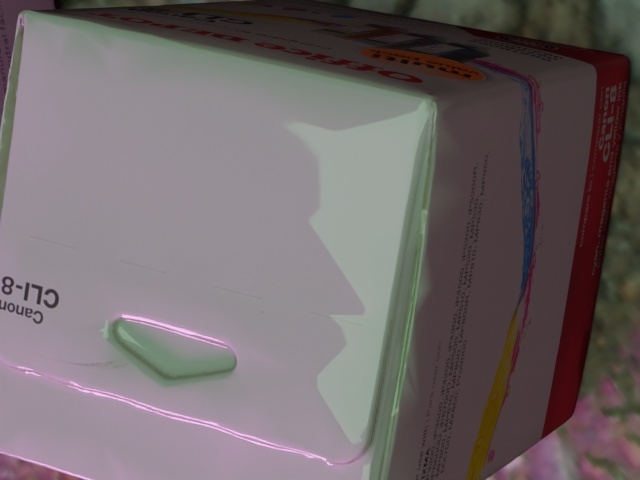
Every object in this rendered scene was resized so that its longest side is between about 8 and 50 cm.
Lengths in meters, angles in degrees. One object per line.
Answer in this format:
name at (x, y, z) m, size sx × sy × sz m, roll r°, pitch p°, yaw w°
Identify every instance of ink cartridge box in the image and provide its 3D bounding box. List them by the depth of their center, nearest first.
ink cartridge box at (0.000, 0.000, 0.592) m, size 0.128 × 0.176 × 0.127 m, roll 13°, pitch 104°, yaw 22°

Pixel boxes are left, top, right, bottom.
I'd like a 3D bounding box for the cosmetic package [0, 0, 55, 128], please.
cosmetic package at (-0.246, -0.004, 0.600) m, size 0.197 × 0.365 × 0.155 m, roll -4°, pitch 96°, yaw 24°
